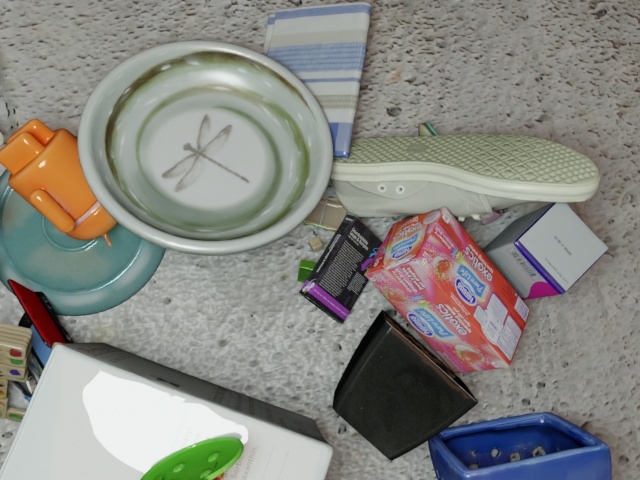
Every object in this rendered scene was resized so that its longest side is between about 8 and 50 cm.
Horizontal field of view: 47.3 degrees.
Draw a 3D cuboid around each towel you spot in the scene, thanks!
[{"bbox_3d":[-0.020,-0.280,1.281,0.209,0.034,0.285,3,80,28],"label":"towel"}]

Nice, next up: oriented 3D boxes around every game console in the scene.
[{"bbox_3d":[-0.455,0.149,1.159,0.144,0.085,0.124,49,116,25],"label":"game console"}]

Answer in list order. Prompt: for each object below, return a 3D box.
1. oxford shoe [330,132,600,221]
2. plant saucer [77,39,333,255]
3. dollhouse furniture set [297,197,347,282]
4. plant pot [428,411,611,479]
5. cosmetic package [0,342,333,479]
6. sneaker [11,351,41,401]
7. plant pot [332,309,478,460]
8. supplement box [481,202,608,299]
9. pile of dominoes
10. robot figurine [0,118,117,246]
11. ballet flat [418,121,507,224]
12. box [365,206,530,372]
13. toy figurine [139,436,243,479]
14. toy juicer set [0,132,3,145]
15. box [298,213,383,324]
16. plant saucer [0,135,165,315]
[{"bbox_3d":[0.224,-0.092,1.204,0.449,0.169,0.130,3,121,26],"label":"oxford shoe"},{"bbox_3d":[-0.182,-0.142,1.189,0.400,0.100,0.400,5,63,-9],"label":"plant saucer"},{"bbox_3d":[0.000,0.000,1.296,0.076,0.058,0.152,13,62,4],"label":"dollhouse furniture set"},{"bbox_3d":[0.318,0.417,1.166,0.236,0.236,0.212,-8,90,-6],"label":"plant pot"},{"bbox_3d":[-0.230,0.368,1.068,0.393,0.329,0.327,21,81,-3],"label":"cosmetic package"},{"bbox_3d":[-0.492,0.209,1.204,0.052,0.058,0.135,-34,86,-9],"label":"sneaker"},{"bbox_3d":[0.122,0.245,1.201,0.188,0.187,0.167,41,93,1],"label":"plant pot"},{"bbox_3d":[0.361,0.023,1.226,0.114,0.220,0.111,-42,88,-10],"label":"supplement box"},{"bbox_3d":[-0.488,0.216,1.109,0.196,0.251,0.040,14,42,-11],"label":"pile of dominoes"},{"bbox_3d":[-0.398,-0.090,1.159,0.128,0.158,0.219,-48,117,-11],"label":"robot figurine"},{"bbox_3d":[0.238,-0.113,1.315,0.221,0.077,0.079,45,101,2],"label":"ballet flat"},{"bbox_3d":[0.211,0.086,1.193,0.257,0.122,0.128,47,52,-20],"label":"box"},{"bbox_3d":[-0.129,0.339,0.846,0.130,0.173,0.159,-18,96,3],"label":"toy figurine"},{"bbox_3d":[-0.569,-0.067,1.159,0.089,0.209,0.329,8,80,-31],"label":"toy juicer set"},{"bbox_3d":[0.042,0.050,1.254,0.029,0.116,0.162,24,77,43],"label":"box"},{"bbox_3d":[-0.421,-0.030,1.253,0.317,0.044,0.318,1,83,-5],"label":"plant saucer"}]
